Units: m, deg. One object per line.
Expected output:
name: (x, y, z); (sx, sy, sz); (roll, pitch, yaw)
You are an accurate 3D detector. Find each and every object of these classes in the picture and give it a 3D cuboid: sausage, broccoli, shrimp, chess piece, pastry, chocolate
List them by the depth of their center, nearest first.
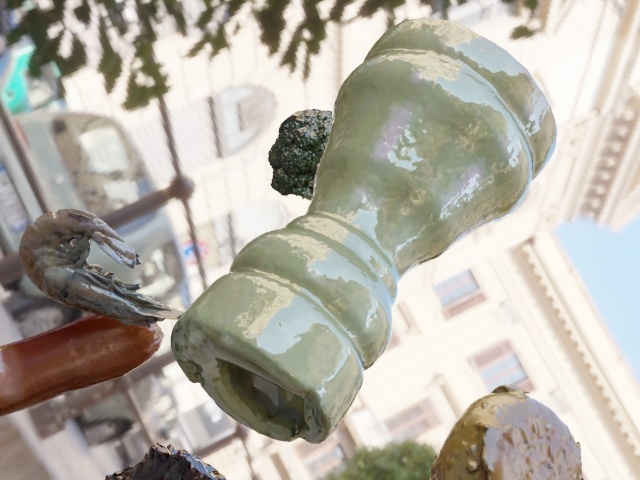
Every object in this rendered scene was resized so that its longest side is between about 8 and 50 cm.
chess piece: (0.041, -0.009, 1.203); (0.234, 0.442, 0.234); (28, -31, 18)
shrimp: (-0.263, 0.036, 1.431); (0.047, 0.223, 0.126); (-58, 168, -69)
sausage: (-0.345, 0.157, 1.490); (0.083, 0.300, 0.089); (159, -87, -80)
chocolate: (-0.189, 0.345, 1.627); (0.206, 0.224, 0.177); (-69, -176, -55)
broccoli: (-0.010, -0.119, 1.689); (0.146, 0.162, 0.138); (-25, -75, 42)
pastry: (0.278, 0.393, 1.832); (0.184, 0.284, 0.315); (-21, -129, 44)
